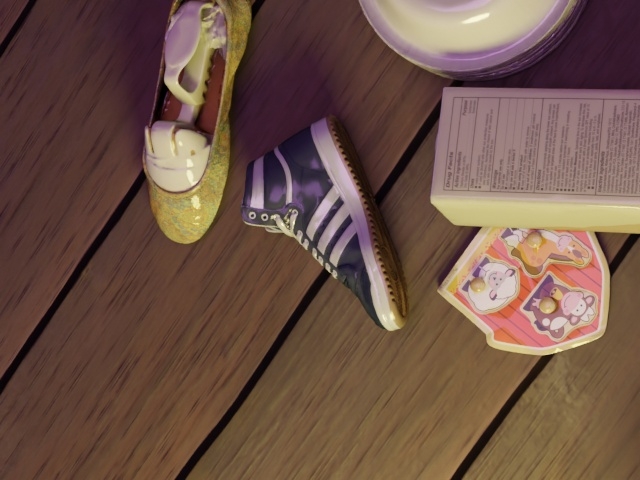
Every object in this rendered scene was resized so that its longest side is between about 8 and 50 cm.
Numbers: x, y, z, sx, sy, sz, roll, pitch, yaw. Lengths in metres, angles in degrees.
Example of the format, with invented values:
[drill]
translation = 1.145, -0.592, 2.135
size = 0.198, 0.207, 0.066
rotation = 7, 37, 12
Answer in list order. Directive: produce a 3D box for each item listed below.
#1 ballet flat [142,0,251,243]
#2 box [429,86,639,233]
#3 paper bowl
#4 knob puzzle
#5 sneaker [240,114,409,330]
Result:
[ballet flat]
translation = -0.170, -0.170, 1.919
size = 0.123, 0.123, 0.348
rotation = 13, 93, 20
[box]
translation = 0.294, -0.091, 1.732
size = 0.311, 0.121, 0.148
rotation = 4, 77, 20
[paper bowl]
translation = 0.175, -0.338, 1.784
size = 0.284, 0.148, 0.284
rotation = -1, 87, 19
[knob puzzle]
translation = 0.260, 0.052, 1.801
size = 0.213, 0.030, 0.213
rotation = -1, 87, 19
[sneaker]
translation = 0.000, 0.000, 1.858
size = 0.153, 0.099, 0.282
rotation = -24, 74, 13
